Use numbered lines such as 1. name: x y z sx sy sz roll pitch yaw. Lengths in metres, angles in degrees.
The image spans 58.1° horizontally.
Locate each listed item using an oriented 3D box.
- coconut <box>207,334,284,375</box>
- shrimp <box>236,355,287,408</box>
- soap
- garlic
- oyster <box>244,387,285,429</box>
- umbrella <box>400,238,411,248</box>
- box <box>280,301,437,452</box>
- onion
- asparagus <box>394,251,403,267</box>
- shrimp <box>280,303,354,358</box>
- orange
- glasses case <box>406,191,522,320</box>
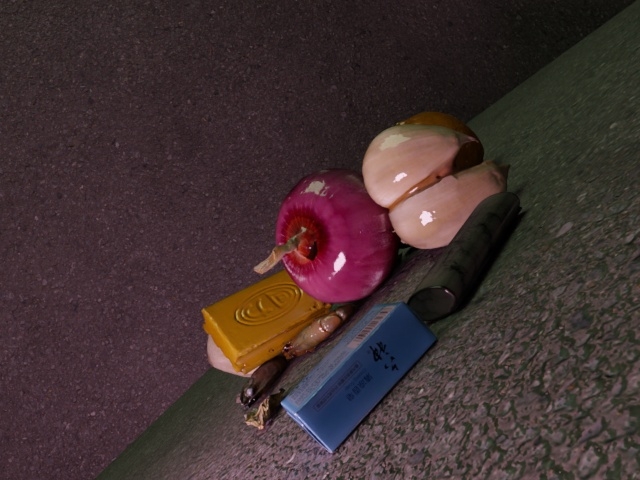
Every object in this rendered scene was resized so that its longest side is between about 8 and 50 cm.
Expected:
1. coconut: -0.227 0.294 1.757 0.265 0.237 0.237 -28 -5 -28
2. shrimp: -0.178 0.395 1.548 0.164 0.062 0.317 -47 -3 12
3. soap: -0.144 0.210 1.612 0.324 0.204 0.096 -26 -38 -29
4. garlic: 0.242 -0.121 1.303 0.249 0.286 0.313 -7 -5 -27
5. oyster: -0.121 0.364 1.268 0.122 0.045 0.146 -48 -3 -31
6. umbrella: 0.285 -0.054 1.518 0.094 0.090 0.326 -41 1 -33
7. box: 0.054 0.201 0.887 0.232 0.083 0.142 -45 3 -15
8. onion: 0.032 -0.012 1.498 0.358 0.358 0.345 -42 -12 13
9. asparagus: 0.191 0.074 1.579 0.108 0.021 0.025 -44 0 -1
10. shrimp: -0.010 0.240 1.513 0.267 0.061 0.145 -45 -8 29
11. orange: 0.319 -0.240 1.770 0.340 0.293 0.340 -42 5 4
12. glasses case: 0.255 0.022 1.008 0.299 0.060 0.114 -45 6 -39
